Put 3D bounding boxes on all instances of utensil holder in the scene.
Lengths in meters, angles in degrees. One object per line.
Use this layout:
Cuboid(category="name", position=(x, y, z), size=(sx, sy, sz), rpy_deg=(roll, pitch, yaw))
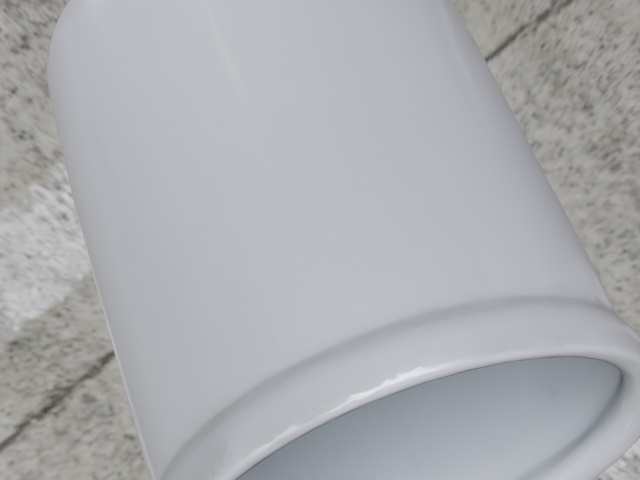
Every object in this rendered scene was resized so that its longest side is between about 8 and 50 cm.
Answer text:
Cuboid(category="utensil holder", position=(0.000, 0.000, 0.984), size=(0.327, 0.327, 0.385), rpy_deg=(-21, 61, -1))
